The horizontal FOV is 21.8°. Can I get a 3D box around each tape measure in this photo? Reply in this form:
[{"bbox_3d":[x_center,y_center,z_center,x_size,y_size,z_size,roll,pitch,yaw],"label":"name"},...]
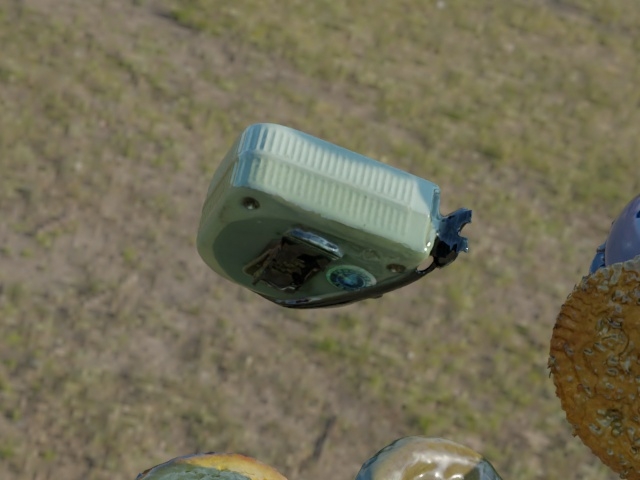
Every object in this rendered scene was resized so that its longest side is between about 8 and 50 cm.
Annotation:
[{"bbox_3d":[0.000,0.000,1.633,0.235,0.207,0.115,20,55,-12],"label":"tape measure"}]

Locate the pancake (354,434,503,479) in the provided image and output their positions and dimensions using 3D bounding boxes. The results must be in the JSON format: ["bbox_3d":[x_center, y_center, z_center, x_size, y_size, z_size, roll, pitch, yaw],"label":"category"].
[{"bbox_3d":[0.109,0.270,1.336,0.222,0.042,0.236,5,70,-45],"label":"pancake"}]

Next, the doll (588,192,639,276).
[{"bbox_3d":[0.448,0.064,1.907,0.284,0.309,0.240,-14,-23,35],"label":"doll"}]

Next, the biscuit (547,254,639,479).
[{"bbox_3d":[0.332,0.137,1.619,0.254,0.254,0.035,29,34,26],"label":"biscuit"}]

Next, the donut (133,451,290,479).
[{"bbox_3d":[-0.122,0.384,1.802,0.303,0.302,0.110,8,5,-16],"label":"donut"}]
